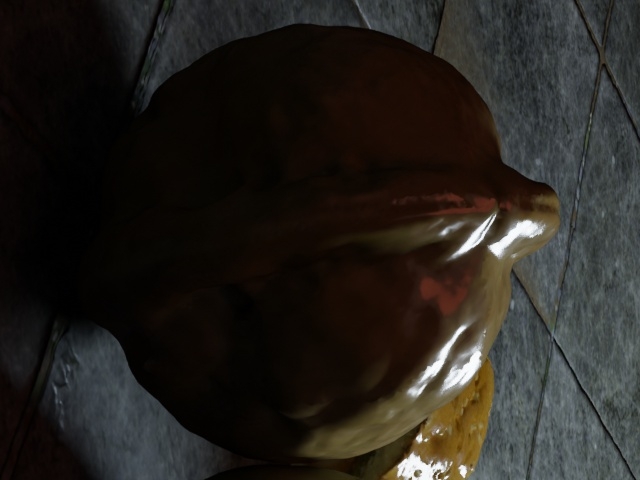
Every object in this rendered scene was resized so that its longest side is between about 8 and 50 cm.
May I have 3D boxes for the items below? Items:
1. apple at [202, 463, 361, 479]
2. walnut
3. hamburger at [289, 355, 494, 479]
[{"bbox_3d":[-0.059,0.334,1.552,0.233,0.258,0.295,10,45,-29],"label":"apple"},{"bbox_3d":[-0.011,-0.004,1.572,0.383,0.383,0.383,14,74,-62],"label":"walnut"},{"bbox_3d":[0.089,0.157,1.981,0.209,0.162,0.330,48,42,-49],"label":"hamburger"}]
